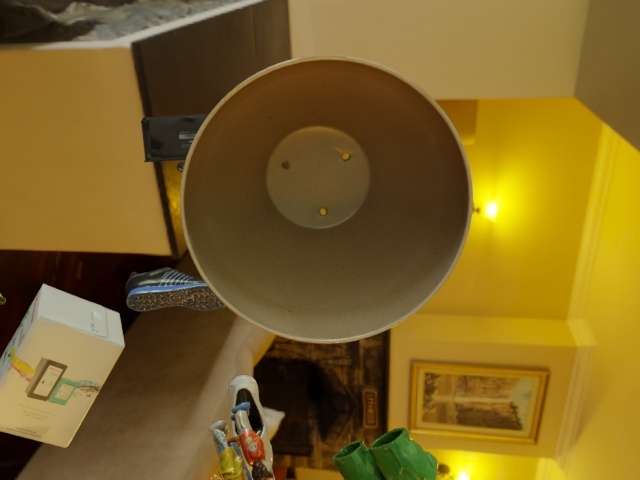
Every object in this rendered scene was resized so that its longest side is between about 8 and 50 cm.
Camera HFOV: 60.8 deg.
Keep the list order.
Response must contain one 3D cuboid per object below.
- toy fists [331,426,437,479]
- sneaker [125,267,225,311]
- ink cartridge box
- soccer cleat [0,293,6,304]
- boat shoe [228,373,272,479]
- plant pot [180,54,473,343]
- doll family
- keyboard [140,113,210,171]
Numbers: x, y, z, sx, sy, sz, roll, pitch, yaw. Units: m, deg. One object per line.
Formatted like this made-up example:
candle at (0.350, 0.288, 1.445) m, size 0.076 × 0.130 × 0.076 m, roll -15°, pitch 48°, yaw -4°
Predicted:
toy fists at (0.148, 0.511, 1.218) m, size 0.096 × 0.279 × 0.142 m, roll -27°, pitch 82°, yaw -44°
sneaker at (-0.308, 0.100, 1.205) m, size 0.090 × 0.232 × 0.081 m, roll -110°, pitch -152°, yaw -48°
ink cartridge box at (-0.606, 0.280, 1.245) m, size 0.270 × 0.197 × 0.198 m, roll -60°, pitch -152°, yaw 2°
soccer cleat at (-0.986, 0.164, 1.537) m, size 0.179 × 0.060 × 0.072 m, roll 28°, pitch 54°, yaw -44°
boat shoe at (-0.163, 0.451, 1.272) m, size 0.088 × 0.096 × 0.268 m, roll -154°, pitch -120°, yaw -81°
plant pot at (0.004, -0.055, 0.614) m, size 0.191 × 0.284 × 0.284 m, roll -100°, pitch -172°, yaw -74°
doll family at (-0.141, 0.425, 0.977) m, size 0.263 × 0.118 × 0.163 m, roll 83°, pitch -17°, yaw -50°
keyboard at (-0.229, -0.170, 0.980) m, size 0.023 × 0.180 × 0.108 m, roll -70°, pitch 158°, yaw -81°
